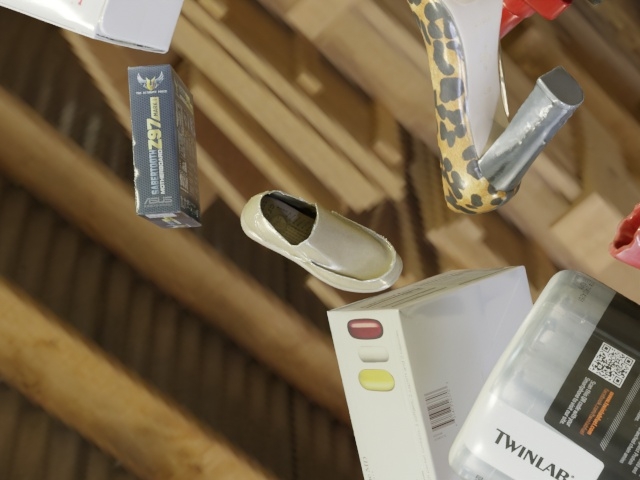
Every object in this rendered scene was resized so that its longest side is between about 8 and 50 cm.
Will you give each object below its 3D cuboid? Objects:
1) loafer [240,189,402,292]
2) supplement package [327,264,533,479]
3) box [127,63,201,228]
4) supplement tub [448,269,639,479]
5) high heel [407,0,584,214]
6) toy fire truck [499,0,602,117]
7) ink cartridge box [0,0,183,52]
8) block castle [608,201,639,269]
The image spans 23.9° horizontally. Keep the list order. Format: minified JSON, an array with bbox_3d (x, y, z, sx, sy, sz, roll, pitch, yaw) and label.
[{"bbox_3d":[0.000,0.000,2.351,0.269,0.102,0.092,21,163,4],"label":"loafer"},{"bbox_3d":[0.152,0.182,1.810,0.204,0.145,0.261,-16,-84,-34],"label":"supplement package"},{"bbox_3d":[-0.196,-0.114,1.921,0.232,0.059,0.183,67,-160,-87],"label":"box"},{"bbox_3d":[0.276,0.176,1.173,0.316,0.193,0.193,30,-160,11],"label":"supplement tub"},{"bbox_3d":[0.100,-0.154,1.324,0.093,0.186,0.261,-20,-113,-38],"label":"high heel"},{"bbox_3d":[0.222,-0.270,1.580,0.158,0.246,0.217,38,-138,-13],"label":"toy fire truck"},{"bbox_3d":[-0.272,-0.341,1.539,0.306,0.226,0.131,23,-170,27],"label":"ink cartridge box"},{"bbox_3d":[0.552,-0.159,1.885,0.213,0.453,0.303,32,167,-9],"label":"block castle"}]
